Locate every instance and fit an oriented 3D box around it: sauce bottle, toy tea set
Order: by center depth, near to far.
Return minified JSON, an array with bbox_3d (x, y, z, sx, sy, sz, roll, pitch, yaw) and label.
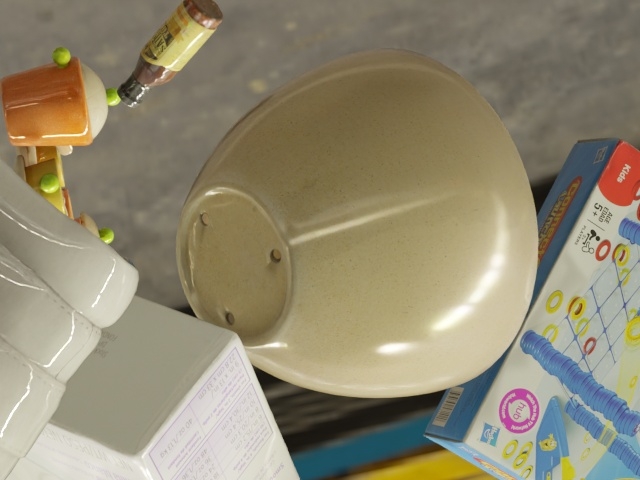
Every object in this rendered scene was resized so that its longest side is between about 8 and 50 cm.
[{"bbox_3d":[-0.142,-0.174,1.652,0.042,0.042,0.128,18,125,-42],"label":"sauce bottle"},{"bbox_3d":[-0.270,-0.070,1.971,0.124,0.200,0.336,-9,164,-7],"label":"toy tea set"}]

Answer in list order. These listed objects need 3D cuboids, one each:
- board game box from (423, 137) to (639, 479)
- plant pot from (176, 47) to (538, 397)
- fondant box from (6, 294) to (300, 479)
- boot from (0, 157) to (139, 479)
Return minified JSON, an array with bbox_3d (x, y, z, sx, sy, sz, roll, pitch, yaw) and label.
[{"bbox_3d":[0.296,0.115,1.603,0.302,0.308,0.086,31,170,-17],"label":"board game box"},{"bbox_3d":[0.000,0.000,1.395,0.191,0.284,0.284,-14,160,-44],"label":"plant pot"},{"bbox_3d":[-0.124,0.156,1.080,0.238,0.096,0.330,18,146,32],"label":"fondant box"},{"bbox_3d":[-0.168,-0.020,0.521,0.123,0.258,0.095,-50,160,-7],"label":"boot"}]
